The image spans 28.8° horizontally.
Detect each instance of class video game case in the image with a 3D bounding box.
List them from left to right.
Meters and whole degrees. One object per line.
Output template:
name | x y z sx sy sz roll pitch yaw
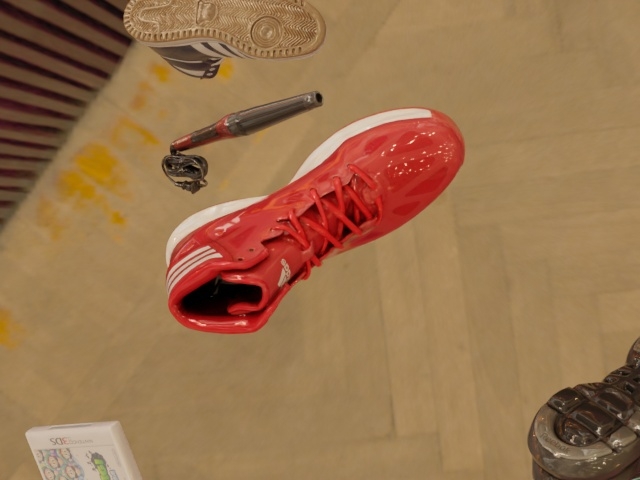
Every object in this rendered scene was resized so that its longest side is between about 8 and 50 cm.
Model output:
video game case | -0.236 0.267 1.317 0.143 0.019 0.157 -10 104 39

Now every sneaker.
sneaker | -0.115 -0.282 1.729 0.282 0.153 0.099 7 80 14
sneaker | 0.000 0.000 0.801 0.221 0.128 0.087 -30 112 10
sneaker | 0.263 0.141 0.981 0.267 0.101 0.106 -21 125 -28

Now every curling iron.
curling iron | -0.091 -0.121 1.442 0.274 0.035 0.068 -23 98 42
